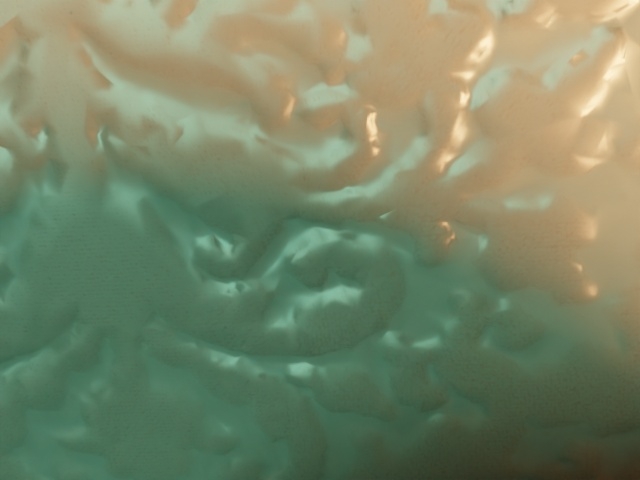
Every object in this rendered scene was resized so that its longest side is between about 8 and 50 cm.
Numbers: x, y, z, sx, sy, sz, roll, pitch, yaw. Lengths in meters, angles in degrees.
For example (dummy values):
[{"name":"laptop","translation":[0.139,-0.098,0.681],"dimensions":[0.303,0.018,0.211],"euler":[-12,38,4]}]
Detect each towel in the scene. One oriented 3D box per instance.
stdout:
[{"name":"towel","translation":[0.000,0.000,0.386],"dimensions":[0.331,0.053,0.317],"euler":[-3,119,7]}]
